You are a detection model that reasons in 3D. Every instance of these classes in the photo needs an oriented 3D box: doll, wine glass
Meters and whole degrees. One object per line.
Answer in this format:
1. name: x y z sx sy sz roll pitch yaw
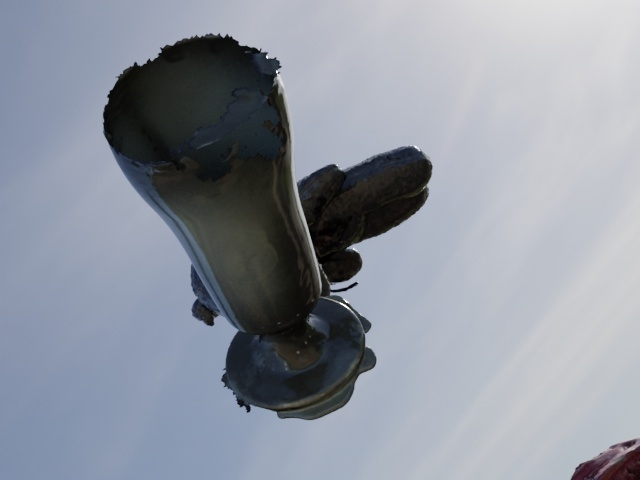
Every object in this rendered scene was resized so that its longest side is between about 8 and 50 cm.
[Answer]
1. doll: 0.001 0.007 1.715 0.340 0.158 0.246 -19 -27 -12
2. wine glass: -0.027 -0.001 0.552 0.072 0.072 0.155 -40 -44 -20

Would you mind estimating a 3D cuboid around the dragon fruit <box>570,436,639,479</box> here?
1. dragon fruit: 0.348 0.278 1.374 0.189 0.262 0.163 -57 13 10
